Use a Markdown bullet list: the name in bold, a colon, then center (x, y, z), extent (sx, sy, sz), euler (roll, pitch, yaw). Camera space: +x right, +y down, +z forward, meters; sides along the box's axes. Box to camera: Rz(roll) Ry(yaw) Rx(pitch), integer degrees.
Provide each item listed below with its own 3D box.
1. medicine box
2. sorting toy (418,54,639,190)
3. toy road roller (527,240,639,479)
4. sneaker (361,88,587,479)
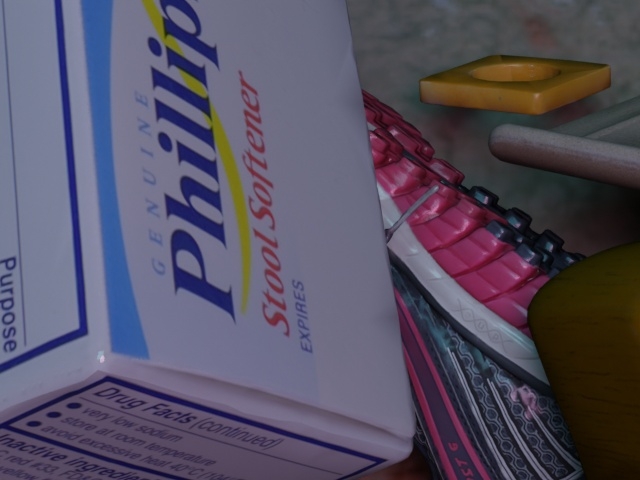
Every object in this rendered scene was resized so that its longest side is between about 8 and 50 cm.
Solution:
- **medicine box**: center (-0.137, -0.012, 0.669), extent (0.289, 0.149, 0.263), euler (-25, 59, 31)
- **sorting toy**: center (0.191, -0.030, 0.720), extent (0.196, 0.047, 0.348), euler (-16, 21, -37)
- **toy road roller**: center (0.208, 0.089, 0.603), extent (0.330, 0.202, 0.240), euler (-22, 93, -10)
- **sneaker**: center (0.000, 0.000, 0.754), extent (0.299, 0.121, 0.112), euler (41, 102, 27)
